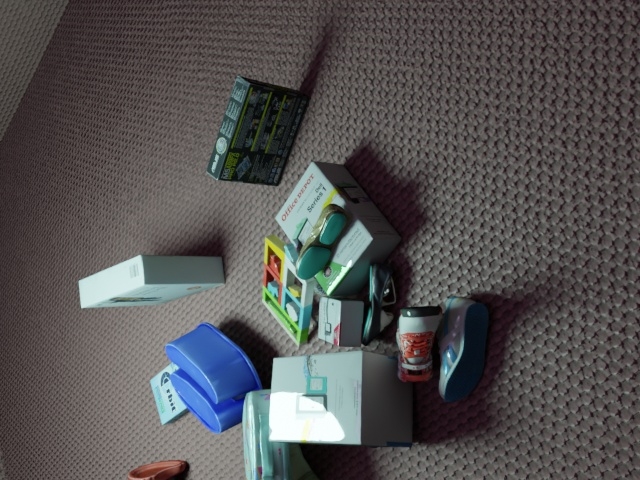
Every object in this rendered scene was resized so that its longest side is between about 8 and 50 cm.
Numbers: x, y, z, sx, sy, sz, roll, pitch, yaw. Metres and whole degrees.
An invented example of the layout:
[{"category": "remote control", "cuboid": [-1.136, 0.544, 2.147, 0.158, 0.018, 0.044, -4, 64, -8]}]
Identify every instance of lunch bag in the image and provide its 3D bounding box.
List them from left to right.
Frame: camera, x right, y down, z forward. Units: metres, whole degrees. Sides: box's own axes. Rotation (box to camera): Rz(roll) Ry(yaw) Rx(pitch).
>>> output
[{"category": "lunch bag", "cuboid": [-0.130, 0.509, 1.722, 0.224, 0.108, 0.279, 125, 141, -72]}]

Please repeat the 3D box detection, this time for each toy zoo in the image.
[{"category": "toy zoo", "cuboid": [-0.086, 0.116, 1.810, 0.192, 0.030, 0.293, 46, 145, 35]}]

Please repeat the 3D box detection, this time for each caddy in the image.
[{"category": "caddy", "cuboid": [-0.291, 0.383, 1.991, 0.341, 0.179, 0.241, 31, 134, 41]}]

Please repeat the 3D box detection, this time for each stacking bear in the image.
[{"category": "stacking bear", "cuboid": [-0.506, 0.862, 2.202, 0.164, 0.175, 0.289, -12, 87, 42]}]

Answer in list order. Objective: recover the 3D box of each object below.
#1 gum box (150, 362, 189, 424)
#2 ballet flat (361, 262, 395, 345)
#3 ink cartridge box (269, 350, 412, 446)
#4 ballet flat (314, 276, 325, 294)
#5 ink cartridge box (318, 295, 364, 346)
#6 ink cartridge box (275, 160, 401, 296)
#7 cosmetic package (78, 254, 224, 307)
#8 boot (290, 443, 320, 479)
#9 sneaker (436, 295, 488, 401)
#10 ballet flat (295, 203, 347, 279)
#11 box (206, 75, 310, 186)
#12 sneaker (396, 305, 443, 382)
[{"category": "gum box", "cuboid": [-0.471, 0.487, 2.252, 0.184, 0.041, 0.157, -40, 62, 37]}, {"category": "ballet flat", "cuboid": [0.141, 0.154, 1.642, 0.074, 0.074, 0.203, 13, 100, 44]}, {"category": "ink cartridge box", "cuboid": [0.046, 0.369, 1.602, 0.270, 0.198, 0.197, -12, 68, 39]}, {"category": "ballet flat", "cuboid": [-0.028, 0.100, 1.832, 0.041, 0.041, 0.114, -54, 54, 28]}, {"category": "ink cartridge box", "cuboid": [0.047, 0.195, 1.697, 0.150, 0.063, 0.109, 179, 93, -71]}, {"category": "ink cartridge box", "cuboid": [0.036, -0.031, 1.718, 0.201, 0.117, 0.278, -54, 55, 29]}, {"category": "cosmetic package", "cuboid": [-0.522, 0.129, 2.146, 0.377, 0.284, 0.097, -19, 77, 43]}, {"category": "boot", "cuboid": [-0.100, 0.636, 1.858, 0.213, 0.077, 0.165, -52, 57, 24]}, {"category": "sneaker", "cuboid": [0.293, 0.232, 1.490, 0.092, 0.087, 0.228, 25, 106, 60]}, {"category": "ballet flat", "cuboid": [0.000, 0.000, 1.637, 0.206, 0.073, 0.067, -57, 27, 24]}, {"category": "box", "cuboid": [-0.164, -0.283, 1.857, 0.060, 0.216, 0.270, 37, 115, 39]}, {"category": "sneaker", "cuboid": [0.208, 0.222, 1.466, 0.090, 0.270, 0.145, -1, 76, 1]}]
